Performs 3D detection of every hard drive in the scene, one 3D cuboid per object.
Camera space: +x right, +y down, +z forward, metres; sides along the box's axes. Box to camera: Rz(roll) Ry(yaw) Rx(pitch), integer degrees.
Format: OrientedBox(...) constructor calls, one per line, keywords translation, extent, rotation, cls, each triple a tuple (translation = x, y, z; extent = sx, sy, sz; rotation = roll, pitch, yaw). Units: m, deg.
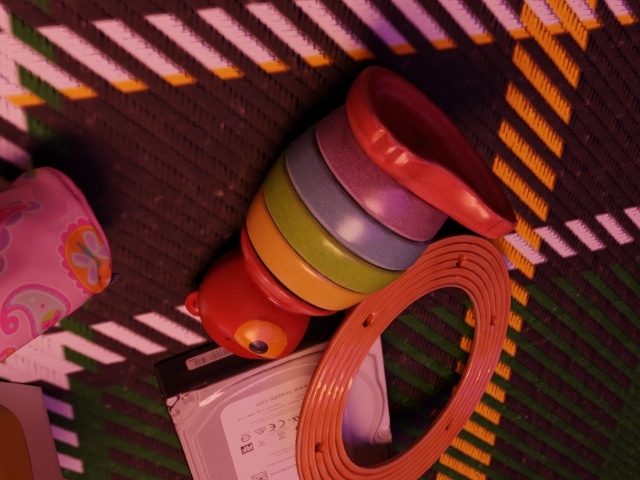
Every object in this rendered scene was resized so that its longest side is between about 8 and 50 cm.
OrientedBox(translation=(-0.035, 0.232, 1.040), extent=(0.236, 0.064, 0.339), rotation=(-19, 131, -13), cls="hard drive")

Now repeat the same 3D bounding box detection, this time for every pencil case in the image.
OrientedBox(translation=(-0.284, 0.055, 0.667), extent=(0.284, 0.124, 0.124), rotation=(-41, 142, -40), cls="pencil case")

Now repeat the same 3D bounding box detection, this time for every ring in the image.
OrientedBox(translation=(0.092, 0.144, 0.989), extent=(0.336, 0.032, 0.337), rotation=(-26, 130, -36), cls="ring")

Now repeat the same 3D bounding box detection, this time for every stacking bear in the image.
OrientedBox(translation=(0.000, 0.000, 0.821), extent=(0.175, 0.164, 0.289), rotation=(31, 118, -30), cls="stacking bear")

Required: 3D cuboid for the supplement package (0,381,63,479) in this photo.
OrientedBox(translation=(-0.342, 0.270, 0.774), extent=(0.199, 0.263, 0.198), rotation=(15, 116, -35), cls="supplement package")
